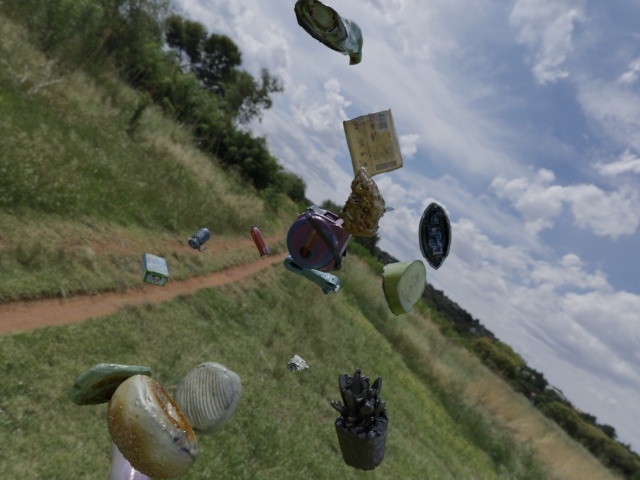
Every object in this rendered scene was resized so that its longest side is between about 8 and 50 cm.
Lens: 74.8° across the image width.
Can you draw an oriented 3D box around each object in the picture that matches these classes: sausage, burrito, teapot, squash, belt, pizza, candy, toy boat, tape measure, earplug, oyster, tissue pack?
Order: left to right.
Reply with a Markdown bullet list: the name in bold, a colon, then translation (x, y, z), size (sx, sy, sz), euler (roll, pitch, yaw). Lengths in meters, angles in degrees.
- **earplug**: translation (-0.655, 0.794, 1.450), size (0.172, 0.172, 0.301), euler (40, -10, -16)
- **candy**: translation (-0.740, 0.128, 1.861), size (0.097, 0.062, 0.194), euler (22, 10, -31)
- **teapot**: translation (-0.441, -0.001, 1.536), size (0.049, 0.083, 0.063), euler (7, -51, 29)
- **sausage**: translation (-0.269, -0.001, 1.804), size (0.145, 0.050, 0.048), euler (67, 29, -21)
- **oyster**: translation (-0.087, 0.475, 1.619), size (0.100, 0.037, 0.098), euler (-4, 8, 38)
- **belt**: translation (-0.042, 0.162, 2.051), size (0.302, 0.087, 0.072), euler (32, 29, 4)
- **tape measure**: translation (0.000, 0.000, 1.596), size (0.245, 0.231, 0.149), euler (32, 26, 9)
- **burrito**: translation (0.036, -0.487, 0.977), size (0.144, 0.089, 0.229), euler (43, 24, 1)
- **pizza**: translation (0.135, -0.111, 1.353), size (0.147, 0.226, 0.069), euler (33, 29, 28)
- **tissue pack**: translation (0.190, -0.344, 1.508), size (0.090, 0.186, 0.222), euler (-83, 157, -77)
- **squash**: translation (0.334, 0.190, 1.648), size (0.133, 0.220, 0.220), euler (-7, -31, 32)
- **toy boat**: translation (0.458, -0.017, 1.670), size (0.142, 0.129, 0.309), euler (-78, 161, -60)

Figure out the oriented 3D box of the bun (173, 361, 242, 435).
- **bun**: translation (-0.383, 0.541, 1.437), size (0.239, 0.239, 0.141), euler (38, -12, 31)

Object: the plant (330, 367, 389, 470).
- **plant**: translation (0.151, 0.634, 1.501), size (0.181, 0.320, 0.194), euler (5, 13, 34)

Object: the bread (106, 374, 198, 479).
- **bread**: translation (-0.468, 0.520, 1.152), size (0.305, 0.159, 0.305), euler (44, -22, 24)

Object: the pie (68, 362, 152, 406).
- **pie**: translation (-0.635, 0.433, 1.276), size (0.054, 0.240, 0.240), euler (60, 9, 28)

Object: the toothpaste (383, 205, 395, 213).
- **toothpaste**: translation (0.289, -0.139, 1.852), size (0.049, 0.031, 0.204), euler (21, 14, 17)
